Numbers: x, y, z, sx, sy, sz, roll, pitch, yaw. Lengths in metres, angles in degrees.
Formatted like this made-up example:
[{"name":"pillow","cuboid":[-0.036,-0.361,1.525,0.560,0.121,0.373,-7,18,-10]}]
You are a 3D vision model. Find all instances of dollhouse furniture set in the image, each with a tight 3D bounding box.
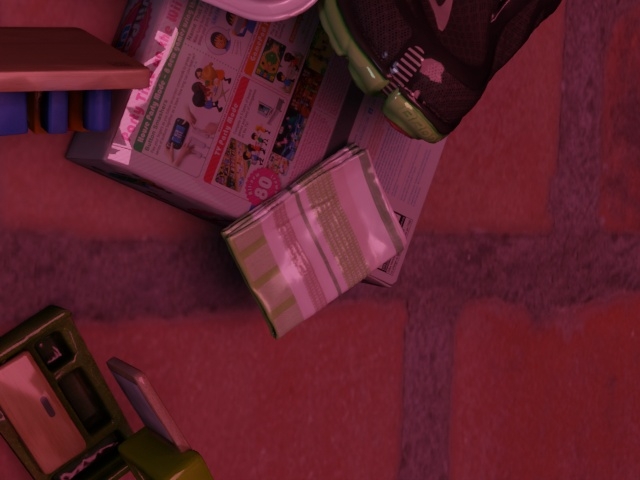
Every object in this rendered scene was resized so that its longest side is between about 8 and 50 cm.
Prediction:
[{"name":"dollhouse furniture set","cuboid":[-0.255,0.203,0.747,0.301,0.197,0.151,-36,113,-24]}]

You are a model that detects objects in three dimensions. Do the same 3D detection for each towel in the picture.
[{"name":"towel","cuboid":[0.000,0.000,0.874,0.152,0.023,0.113,-36,113,-23]}]

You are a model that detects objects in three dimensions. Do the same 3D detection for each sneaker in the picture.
[{"name":"sneaker","cuboid":[0.156,-0.260,0.873,0.185,0.202,0.483,46,48,-12]}]

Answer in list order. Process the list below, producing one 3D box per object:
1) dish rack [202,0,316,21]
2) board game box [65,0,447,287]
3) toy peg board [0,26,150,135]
[{"name":"dish rack","cuboid":[-0.111,-0.343,0.757,0.332,0.072,0.286,22,80,0]},{"name":"board game box","cuboid":[-0.035,-0.114,0.908,0.303,0.097,0.224,25,81,-32]},{"name":"toy peg board","cuboid":[-0.231,-0.105,0.761,0.161,0.160,0.079,-7,114,-30]}]
